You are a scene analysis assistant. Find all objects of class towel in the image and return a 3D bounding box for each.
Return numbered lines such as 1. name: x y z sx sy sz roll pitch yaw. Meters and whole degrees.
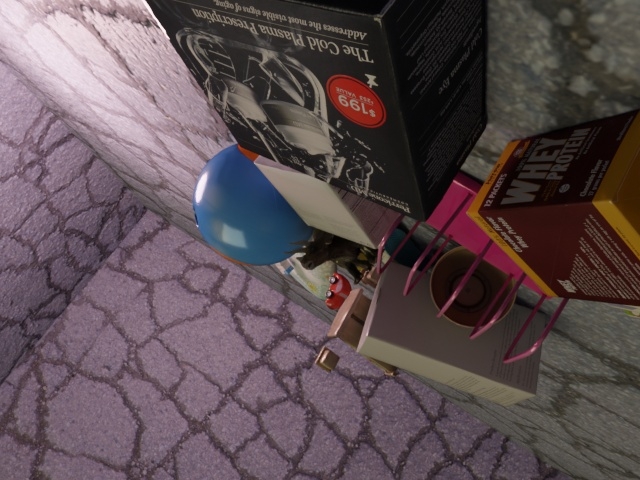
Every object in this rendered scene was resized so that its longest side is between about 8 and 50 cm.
1. towel: -0.098 0.003 1.502 0.374 0.090 0.320 36 158 24

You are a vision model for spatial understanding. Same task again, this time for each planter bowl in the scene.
1. planter bowl: 0.304 0.098 0.978 0.162 0.162 0.109 30 175 16

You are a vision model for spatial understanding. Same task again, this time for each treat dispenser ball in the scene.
1. treat dispenser ball: -0.145 -0.084 1.106 0.288 0.288 0.288 32 164 10

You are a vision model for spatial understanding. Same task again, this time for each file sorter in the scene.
1. file sorter: 0.258 0.048 0.820 0.291 0.182 0.202 35 166 16

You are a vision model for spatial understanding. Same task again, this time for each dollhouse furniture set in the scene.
1. dollhouse furniture set: 0.166 0.247 1.284 0.303 0.355 0.174 38 158 -13

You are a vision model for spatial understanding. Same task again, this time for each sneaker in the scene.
1. sneaker: 0.189 0.036 1.174 0.092 0.087 0.228 34 164 50

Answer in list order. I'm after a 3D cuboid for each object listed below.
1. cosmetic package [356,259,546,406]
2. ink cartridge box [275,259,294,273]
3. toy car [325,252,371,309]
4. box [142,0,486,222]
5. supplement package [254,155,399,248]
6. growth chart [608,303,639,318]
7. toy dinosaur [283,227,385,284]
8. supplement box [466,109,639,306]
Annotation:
1. cosmetic package: 0.287 0.208 1.079 0.366 0.197 0.155 20 153 6
2. ink cartridge box: -0.125 0.065 1.508 0.083 0.028 0.048 53 157 -16
3. toy car: 0.069 0.041 1.300 0.053 0.239 0.225 1 122 35
4. box: 0.005 -0.223 0.583 0.343 0.179 0.312 26 164 30
5. supplement package: 0.029 -0.119 0.893 0.194 0.149 0.203 20 159 44
6. growth chart: 0.514 0.090 0.750 0.237 0.021 0.172 17 157 48
7. toy dinosaur: 0.055 0.014 1.100 0.160 0.121 0.313 39 -166 9
8. supplement box: 0.328 -0.029 0.578 0.191 0.129 0.194 40 163 -19
